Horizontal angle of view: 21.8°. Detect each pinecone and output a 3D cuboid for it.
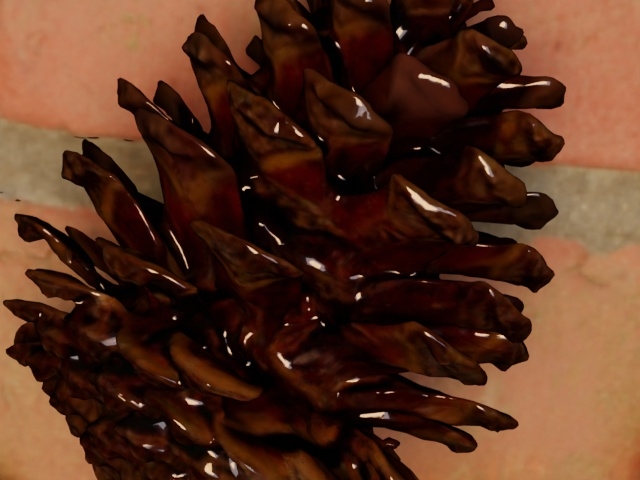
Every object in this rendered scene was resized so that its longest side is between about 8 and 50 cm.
[{"bbox_3d":[-0.002,-0.001,0.762,0.246,0.246,0.292,33,83,-9],"label":"pinecone"}]
